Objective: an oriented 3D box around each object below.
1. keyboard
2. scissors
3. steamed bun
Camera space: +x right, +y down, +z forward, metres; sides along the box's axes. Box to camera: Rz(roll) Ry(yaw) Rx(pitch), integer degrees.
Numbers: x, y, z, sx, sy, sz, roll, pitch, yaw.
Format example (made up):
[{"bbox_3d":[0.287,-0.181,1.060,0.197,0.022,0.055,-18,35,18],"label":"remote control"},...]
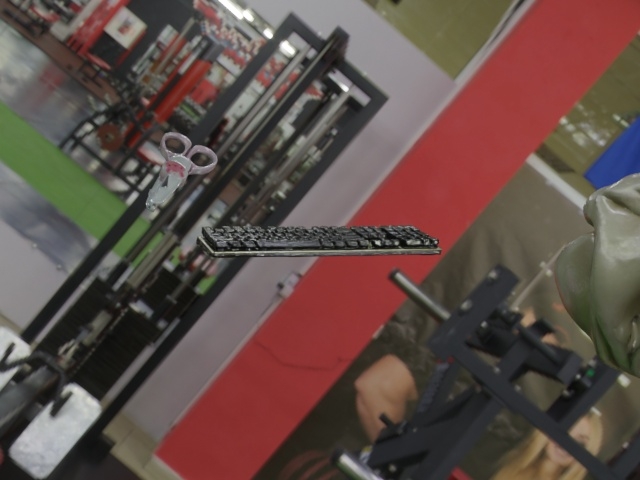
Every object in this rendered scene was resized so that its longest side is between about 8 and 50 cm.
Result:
[{"bbox_3d":[0.000,0.000,1.014,0.316,0.027,0.106,-1,12,-21],"label":"keyboard"},{"bbox_3d":[-0.279,-0.128,1.474,0.118,0.031,0.242,26,36,-7],"label":"scissors"},{"bbox_3d":[0.510,0.071,1.050,0.342,0.367,0.255,54,35,-47],"label":"steamed bun"}]
